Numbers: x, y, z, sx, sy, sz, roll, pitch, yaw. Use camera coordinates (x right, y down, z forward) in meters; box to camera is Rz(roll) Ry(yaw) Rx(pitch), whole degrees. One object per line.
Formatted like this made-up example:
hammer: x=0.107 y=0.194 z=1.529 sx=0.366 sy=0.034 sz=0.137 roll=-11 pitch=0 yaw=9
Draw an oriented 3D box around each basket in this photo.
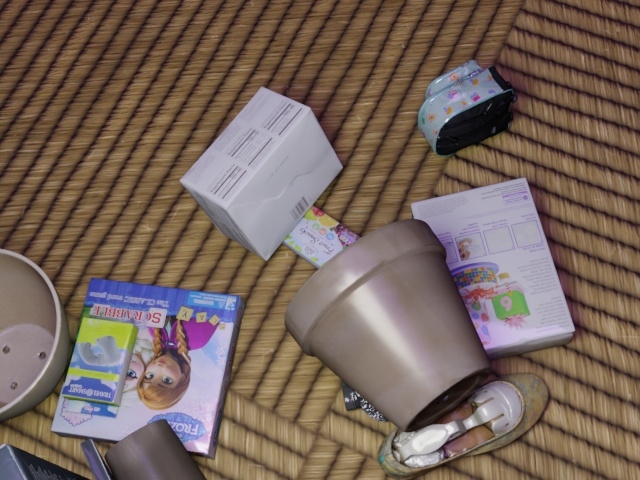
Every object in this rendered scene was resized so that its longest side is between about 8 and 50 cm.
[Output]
basket: x=-0.273 y=0.446 z=1.626 sx=0.154 sy=0.204 sz=0.227 roll=-34 pitch=77 yaw=-2

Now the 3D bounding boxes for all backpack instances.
backpack: x=0.289 y=-0.268 z=1.896 sx=0.188 sy=0.166 sz=0.144 roll=-33 pitch=67 yaw=-11

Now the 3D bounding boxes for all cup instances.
cup: x=-0.618 y=0.209 z=1.762 sx=0.331 sy=0.237 sz=0.331 roll=-2 pitch=68 yaw=6

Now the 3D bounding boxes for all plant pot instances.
plant pot: x=0.142 y=0.168 z=1.611 sx=0.323 sy=0.323 sz=0.280 roll=-33 pitch=66 yaw=-8

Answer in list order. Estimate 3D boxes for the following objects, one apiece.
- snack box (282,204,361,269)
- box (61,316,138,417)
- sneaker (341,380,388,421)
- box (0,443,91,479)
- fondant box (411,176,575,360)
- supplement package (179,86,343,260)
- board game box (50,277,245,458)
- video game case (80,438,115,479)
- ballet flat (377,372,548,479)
snack box: x=0.000 y=0.000 z=1.887 sx=0.141 sy=0.037 sz=0.100 roll=34 pitch=76 yaw=19
box: x=-0.425 y=0.243 z=1.760 sx=0.109 sy=0.042 sz=0.178 roll=6 pitch=68 yaw=10
sneaker: x=0.084 y=0.267 z=1.764 sx=0.089 sy=0.051 sz=0.170 roll=-8 pitch=72 yaw=3
box: x=-0.521 y=0.539 z=1.530 sx=0.293 sy=0.395 sz=0.212 roll=-35 pitch=68 yaw=-8
fondant box: x=0.330 y=0.062 z=1.795 sx=0.238 sy=0.096 sz=0.330 roll=-13 pitch=66 yaw=1
supplement package: x=-0.114 y=-0.134 z=1.850 sx=0.145 sy=0.204 sz=0.262 roll=30 pitch=73 yaw=35
board game box: x=-0.334 y=0.247 z=1.807 sx=0.318 sy=0.066 sz=0.318 roll=6 pitch=69 yaw=9
video game case: x=-0.351 y=0.472 z=1.604 sx=0.026 sy=0.274 sz=0.196 roll=-26 pitch=67 yaw=-16
ballet flat: x=0.267 y=0.337 z=1.678 sx=0.348 sy=0.123 sz=0.123 roll=-24 pitch=67 yaw=-4
